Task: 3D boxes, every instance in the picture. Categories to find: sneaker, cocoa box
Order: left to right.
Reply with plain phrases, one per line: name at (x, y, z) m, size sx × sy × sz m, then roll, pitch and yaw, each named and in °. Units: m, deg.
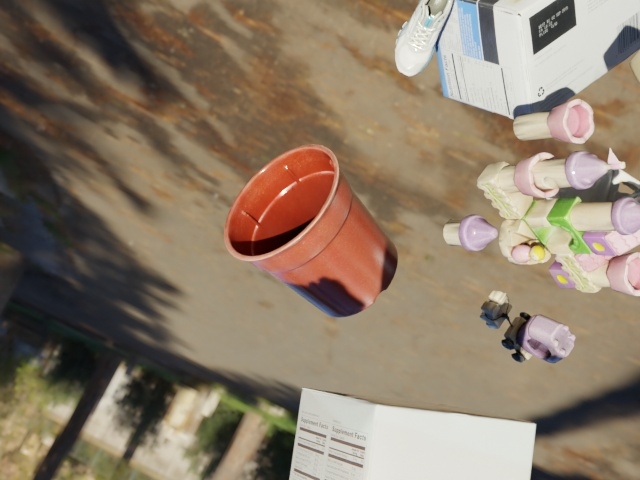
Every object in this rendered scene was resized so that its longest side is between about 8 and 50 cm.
sneaker at (0.177, -0.367, 1.810) m, size 0.071 × 0.190 × 0.083 m, roll 22°, pitch -161°, yaw 0°
cocoa box at (0.400, -0.409, 1.943) m, size 0.228 × 0.347 × 0.231 m, roll 27°, pitch 143°, yaw 44°

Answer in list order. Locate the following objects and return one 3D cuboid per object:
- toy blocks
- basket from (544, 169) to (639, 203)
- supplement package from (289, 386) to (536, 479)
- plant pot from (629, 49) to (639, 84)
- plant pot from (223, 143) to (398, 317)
toy blocks at (0.383, -0.009, 1.541) m, size 0.288 × 0.309 × 0.260 m, roll 48°, pitch 156°, yaw -24°
basket at (0.482, -0.045, 1.865) m, size 0.113 × 0.167 × 0.103 m, roll 43°, pitch 145°, yaw 39°
supplement package at (0.086, 0.309, 1.166) m, size 0.199 × 0.262 × 0.198 m, roll 10°, pitch 174°, yaw -24°
plant pot at (0.499, -0.238, 1.477) m, size 0.109 × 0.109 × 0.096 m, roll 21°, pitch -155°, yaw -40°
plant pot at (0.000, 0.000, 2.078) m, size 0.272 × 0.272 × 0.265 m, roll 14°, pitch 156°, yaw 51°
